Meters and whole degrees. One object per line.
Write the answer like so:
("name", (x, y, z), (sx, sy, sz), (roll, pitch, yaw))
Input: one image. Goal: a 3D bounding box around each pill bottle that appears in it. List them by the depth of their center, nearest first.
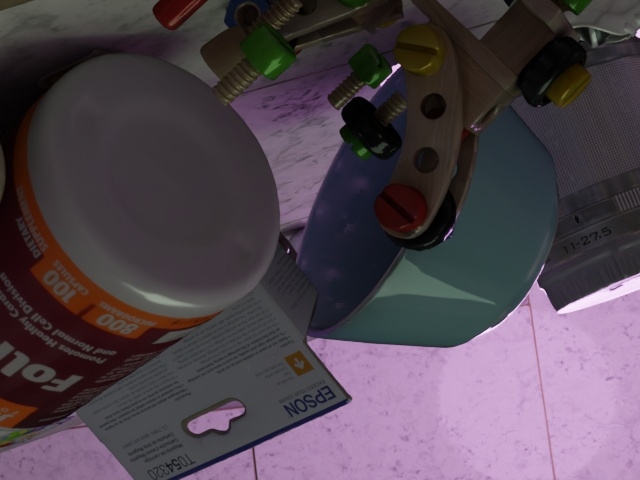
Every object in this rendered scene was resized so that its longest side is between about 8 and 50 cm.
("pill bottle", (-0.233, 0.029, 1.314), (0.224, 0.224, 0.392), (-10, 162, -45))

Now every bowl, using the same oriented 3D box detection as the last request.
("bowl", (0.116, -0.018, 1.514), (0.163, 0.311, 0.311), (27, 150, -18))

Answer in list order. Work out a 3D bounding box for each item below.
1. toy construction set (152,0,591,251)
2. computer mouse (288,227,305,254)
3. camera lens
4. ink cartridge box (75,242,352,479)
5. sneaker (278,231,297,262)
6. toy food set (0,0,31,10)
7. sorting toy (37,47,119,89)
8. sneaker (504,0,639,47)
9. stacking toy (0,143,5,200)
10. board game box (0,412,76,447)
("toy construction set", (0.060, -0.167, 1.157), (0.237, 0.257, 0.309), (-42, 141, 15))
("computer mouse", (0.000, 0.000, 2.238), (0.106, 0.042, 0.193), (-19, 176, 19))
("camera lens", (0.306, -0.080, 1.738), (0.219, 0.274, 0.219), (-20, 170, -4))
("ink cartridge box", (-0.164, 0.064, 1.497), (0.324, 0.330, 0.071), (-28, -164, 40))
("sneaker", (-0.105, 0.020, 2.018), (0.130, 0.087, 0.227), (-23, 173, 6))
("toy food set", (-0.180, -0.198, 0.905), (0.132, 0.038, 0.192), (-23, 167, -28))
("sorting toy", (-0.184, -0.134, 1.266), (0.062, 0.012, 0.083), (-25, 168, 23))
("sneaker", (0.284, -0.233, 1.418), (0.235, 0.095, 0.090), (-22, 168, 1))
("stacking toy", (-0.369, -0.015, 1.230), (0.141, 0.141, 0.330), (-13, 171, -34))
("board game box", (-0.502, 0.220, 2.128), (0.275, 0.144, 0.142), (-8, 164, -48))
